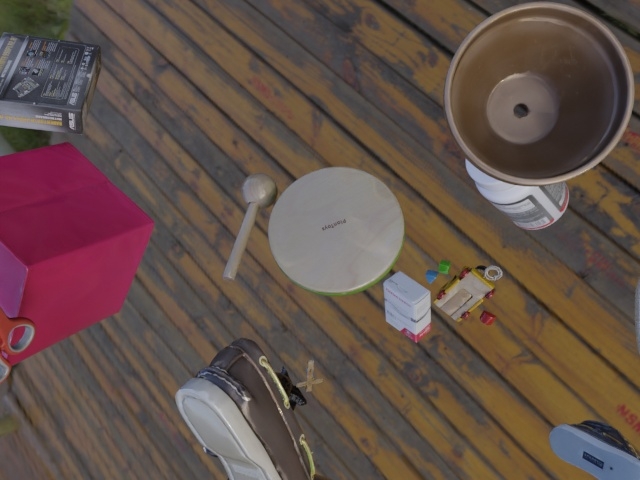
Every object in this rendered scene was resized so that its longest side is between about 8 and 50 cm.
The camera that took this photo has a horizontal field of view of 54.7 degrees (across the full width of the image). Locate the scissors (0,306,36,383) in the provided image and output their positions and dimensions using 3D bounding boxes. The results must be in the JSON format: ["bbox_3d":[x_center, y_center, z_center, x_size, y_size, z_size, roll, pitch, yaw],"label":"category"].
[{"bbox_3d":[-0.436,0.092,0.794,0.021,0.109,0.297,26,144,12],"label":"scissors"}]

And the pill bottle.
[{"bbox_3d":[0.455,-0.142,1.431,0.161,0.283,0.161,-15,63,33],"label":"pill bottle"}]

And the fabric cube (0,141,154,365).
[{"bbox_3d":[-0.503,0.016,1.094,0.259,0.258,0.254,41,125,14],"label":"fabric cube"}]

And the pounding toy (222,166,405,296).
[{"bbox_3d":[0.000,0.000,0.871,0.237,0.110,0.183,4,69,10],"label":"pounding toy"}]

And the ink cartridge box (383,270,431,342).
[{"bbox_3d":[0.219,0.166,1.554,0.109,0.063,0.150,35,148,37],"label":"ink cartridge box"}]

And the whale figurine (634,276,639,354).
[{"bbox_3d":[0.782,0.194,1.384,0.141,0.272,0.216,0,139,29],"label":"whale figurine"}]

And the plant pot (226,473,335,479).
[{"bbox_3d":[-0.049,0.438,0.940,0.215,0.215,0.230,-4,140,42],"label":"plant pot"}]

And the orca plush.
[{"bbox_3d":[-0.083,0.303,1.087,0.102,0.287,0.151,-2,83,25],"label":"orca plush"}]

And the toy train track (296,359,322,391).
[{"bbox_3d":[-0.020,0.237,1.096,0.014,0.048,0.083,-113,21,-46],"label":"toy train track"}]

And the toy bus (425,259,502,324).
[{"bbox_3d":[0.400,0.122,1.672,0.202,0.104,0.191,1,120,26],"label":"toy bus"}]

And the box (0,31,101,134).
[{"bbox_3d":[-0.522,-0.297,1.157,0.056,0.183,0.231,106,163,-44],"label":"box"}]

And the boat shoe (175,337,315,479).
[{"bbox_3d":[-0.056,0.260,0.733,0.117,0.096,0.324,2,127,39],"label":"boat shoe"}]

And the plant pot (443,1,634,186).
[{"bbox_3d":[0.284,-0.187,0.841,0.237,0.110,0.237,0,89,7],"label":"plant pot"}]

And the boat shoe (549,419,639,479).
[{"bbox_3d":[0.418,0.305,0.857,0.183,0.083,0.065,29,117,52],"label":"boat shoe"}]
